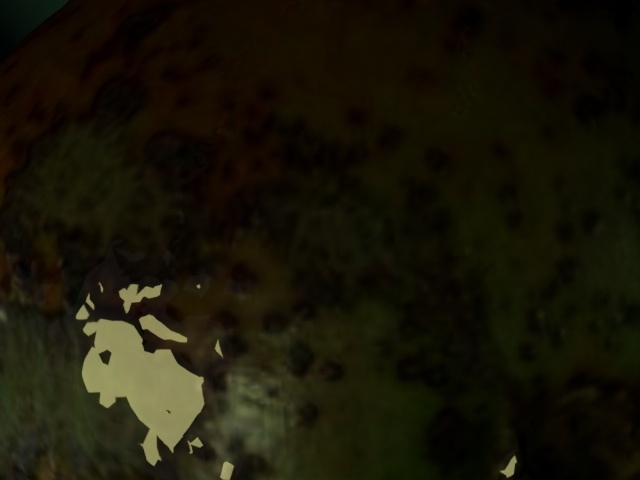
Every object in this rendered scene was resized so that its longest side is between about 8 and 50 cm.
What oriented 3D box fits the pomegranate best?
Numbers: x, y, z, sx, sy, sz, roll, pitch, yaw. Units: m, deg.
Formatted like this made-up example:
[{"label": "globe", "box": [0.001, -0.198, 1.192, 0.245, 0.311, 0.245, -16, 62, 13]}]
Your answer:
[{"label": "pomegranate", "box": [0.000, 0.000, 0.613, 0.341, 0.285, 0.285, -134, 36, -62]}]
